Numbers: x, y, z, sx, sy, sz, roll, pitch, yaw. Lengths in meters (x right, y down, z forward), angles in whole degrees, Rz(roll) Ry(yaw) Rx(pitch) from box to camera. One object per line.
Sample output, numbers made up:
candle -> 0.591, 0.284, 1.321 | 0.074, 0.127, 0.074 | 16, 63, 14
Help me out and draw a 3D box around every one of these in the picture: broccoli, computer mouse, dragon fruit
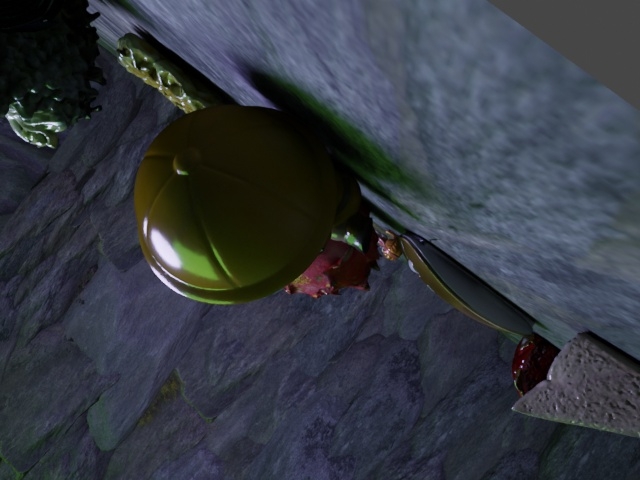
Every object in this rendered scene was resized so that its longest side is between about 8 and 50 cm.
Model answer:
broccoli -> -0.412, -0.246, 0.470 | 0.272, 0.323, 0.334 | 4, -179, 41
computer mouse -> 0.214, 0.074, 0.682 | 0.245, 0.056, 0.126 | 37, -178, -8
dragon fruit -> 0.000, 0.000, 0.743 | 0.268, 0.210, 0.205 | 37, -138, -21
dragon fruit -> 0.426, 0.255, 0.895 | 0.127, 0.120, 0.161 | 42, -172, 6

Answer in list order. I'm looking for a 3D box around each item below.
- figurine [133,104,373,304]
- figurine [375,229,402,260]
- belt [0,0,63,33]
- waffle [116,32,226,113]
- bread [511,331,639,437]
figurine -> -0.055, -0.044, 0.439 | 0.192, 0.167, 0.257 | 23, -161, 25
figurine -> 0.136, 0.001, 0.904 | 0.064, 0.047, 0.109 | 27, -166, -21
belt -> -0.282, -0.236, 0.362 | 0.140, 0.105, 0.058 | 46, 178, -30
waffle -> -0.214, -0.234, 0.681 | 0.204, 0.054, 0.223 | 35, -179, -20
bread -> 0.277, 0.167, 0.405 | 0.077, 0.105, 0.152 | 24, -169, -46
